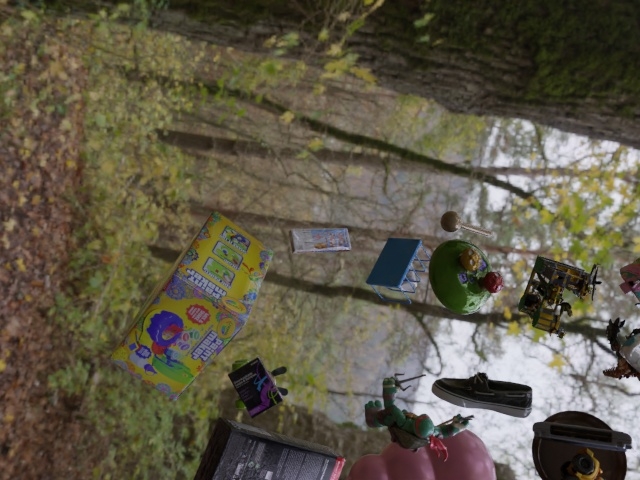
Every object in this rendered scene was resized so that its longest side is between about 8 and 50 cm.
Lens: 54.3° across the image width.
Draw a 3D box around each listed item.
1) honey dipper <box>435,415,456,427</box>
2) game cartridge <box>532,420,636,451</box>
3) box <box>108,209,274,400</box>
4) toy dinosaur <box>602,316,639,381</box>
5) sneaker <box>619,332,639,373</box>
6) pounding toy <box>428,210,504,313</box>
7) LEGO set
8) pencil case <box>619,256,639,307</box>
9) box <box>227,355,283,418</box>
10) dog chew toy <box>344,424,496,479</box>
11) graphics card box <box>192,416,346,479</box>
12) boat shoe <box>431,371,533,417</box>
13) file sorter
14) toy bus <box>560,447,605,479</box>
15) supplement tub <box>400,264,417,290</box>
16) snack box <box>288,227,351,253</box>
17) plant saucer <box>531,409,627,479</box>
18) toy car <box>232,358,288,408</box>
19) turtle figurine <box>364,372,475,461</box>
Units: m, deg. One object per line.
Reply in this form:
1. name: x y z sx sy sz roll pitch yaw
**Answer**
1. honey dipper: 0.363 0.593 1.973 0.030 0.160 0.030 158 -90 -84
2. game cartridge: 0.869 0.646 2.055 0.198 0.297 0.062 30 64 -55
3. box: -0.275 0.139 1.379 0.290 0.177 0.279 -48 -166 27
4. toy dinosaur: 1.069 0.393 2.153 0.322 0.164 0.218 -39 -144 46
5. sneaker: 0.833 0.313 1.553 0.087 0.228 0.092 -44 -154 13
6. pounding toy: 0.363 0.051 1.473 0.110 0.183 0.237 -25 -129 59
7. LEGO set: 0.782 0.185 2.000 0.331 0.192 0.255 7 100 -85
8. pencil case: 0.922 0.058 1.616 0.284 0.124 0.124 -38 -157 32
9. box: -0.207 0.468 1.993 0.162 0.116 0.029 59 0 4
10. dog chew toy: 0.218 0.534 1.410 0.206 0.331 0.207 175 -90 -81
11. graphics card box: -0.135 0.616 1.603 0.094 0.371 0.233 13 -101 58
12. boat shoe: 0.548 0.499 2.111 0.121 0.335 0.119 -50 147 -72
13. file sorter: 0.239 0.091 1.863 0.104 0.118 0.170 51 58 -36
14. toy bus: 0.868 0.818 2.014 0.220 0.211 0.149 -47 158 -25
15. supplement tub: 0.307 0.123 2.271 0.071 0.071 0.107 94 -10 -57
16. snack box: 0.000 0.000 1.702 0.022 0.178 0.064 -37 -121 55
17. plant saucer: 0.891 0.750 2.164 0.050 0.310 0.311 71 27 -60
18. toy car: -0.209 0.500 2.209 0.149 0.188 0.155 91 -6 -87
19. turtle figurine: 0.173 0.334 1.175 0.118 0.175 0.234 -54 -176 -24
